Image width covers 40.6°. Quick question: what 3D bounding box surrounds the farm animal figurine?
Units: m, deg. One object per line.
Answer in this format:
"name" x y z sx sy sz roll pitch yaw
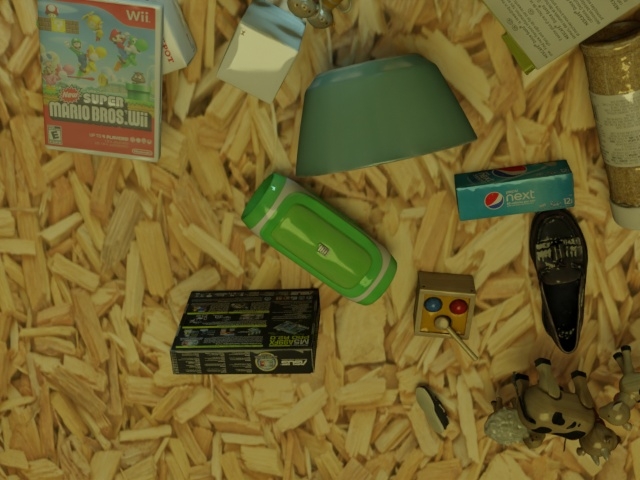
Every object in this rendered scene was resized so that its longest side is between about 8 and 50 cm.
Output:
"farm animal figurine" 0.525 0.338 1.699 0.327 0.172 0.330 8 139 -12

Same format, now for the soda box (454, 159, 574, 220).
"soda box" 0.357 -0.093 1.602 0.210 0.067 0.071 -7 117 8

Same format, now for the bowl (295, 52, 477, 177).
"bowl" 0.096 -0.216 1.451 0.312 0.311 0.163 -10 98 9

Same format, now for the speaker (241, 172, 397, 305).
"speaker" 0.000 0.000 1.645 0.296 0.131 0.131 35 115 -14

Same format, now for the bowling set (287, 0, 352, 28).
"bowling set" -0.063 -0.427 1.364 0.287 0.200 0.154 26 120 -17

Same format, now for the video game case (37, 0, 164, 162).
"video game case" -0.372 -0.275 1.473 0.204 0.025 0.285 7 121 -1

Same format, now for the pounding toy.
"pounding toy" 0.254 0.151 1.722 0.130 0.100 0.141 5 118 2

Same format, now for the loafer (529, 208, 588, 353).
"loafer" 0.470 0.081 1.671 0.109 0.095 0.302 -9 118 10

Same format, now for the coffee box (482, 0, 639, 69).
"coffee box" 0.338 -0.514 1.192 0.334 0.337 0.338 -33 112 33

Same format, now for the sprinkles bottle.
"sprinkles bottle" 0.541 -0.194 1.503 0.121 0.121 0.355 -15 116 12

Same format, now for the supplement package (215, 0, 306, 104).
"supplement package" -0.096 -0.321 1.446 0.105 0.179 0.105 26 117 -9

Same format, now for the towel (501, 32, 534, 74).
"towel" 0.419 -0.377 1.432 0.237 0.102 0.021 -35 139 21

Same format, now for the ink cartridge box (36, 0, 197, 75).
"ink cartridge box" -0.347 -0.352 1.496 0.219 0.092 0.160 -16 117 13

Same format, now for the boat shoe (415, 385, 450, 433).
"boat shoe" 0.245 0.360 1.872 0.046 0.038 0.125 -2 122 54

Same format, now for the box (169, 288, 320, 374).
"box" -0.140 0.176 1.697 0.270 0.216 0.060 -2 119 4
